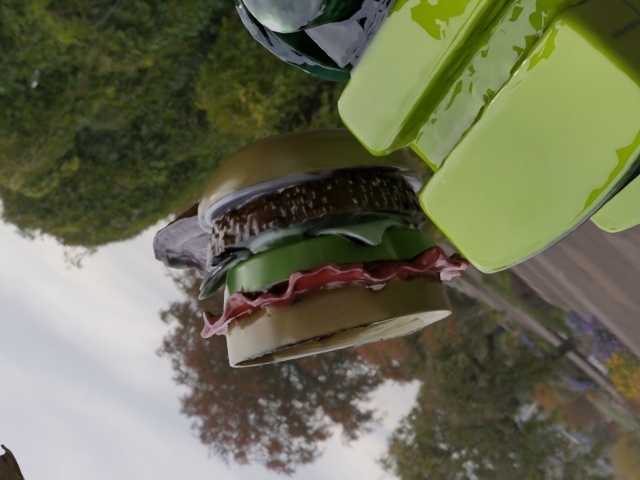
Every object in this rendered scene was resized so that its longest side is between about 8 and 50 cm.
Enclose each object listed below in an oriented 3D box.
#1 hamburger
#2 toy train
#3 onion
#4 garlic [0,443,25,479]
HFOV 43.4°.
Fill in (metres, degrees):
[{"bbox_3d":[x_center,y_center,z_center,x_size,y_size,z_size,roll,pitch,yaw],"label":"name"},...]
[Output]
[{"bbox_3d":[-0.002,0.001,0.511,0.175,0.175,0.137,42,-147,-74],"label":"hamburger"},{"bbox_3d":[0.158,-0.155,0.475,0.272,0.442,0.179,49,139,12],"label":"toy train"},{"bbox_3d":[-0.024,-0.012,1.031,0.314,0.146,0.280,29,147,-32],"label":"onion"},{"bbox_3d":[-0.417,0.351,1.057,0.124,0.099,0.174,35,156,37],"label":"garlic"}]
